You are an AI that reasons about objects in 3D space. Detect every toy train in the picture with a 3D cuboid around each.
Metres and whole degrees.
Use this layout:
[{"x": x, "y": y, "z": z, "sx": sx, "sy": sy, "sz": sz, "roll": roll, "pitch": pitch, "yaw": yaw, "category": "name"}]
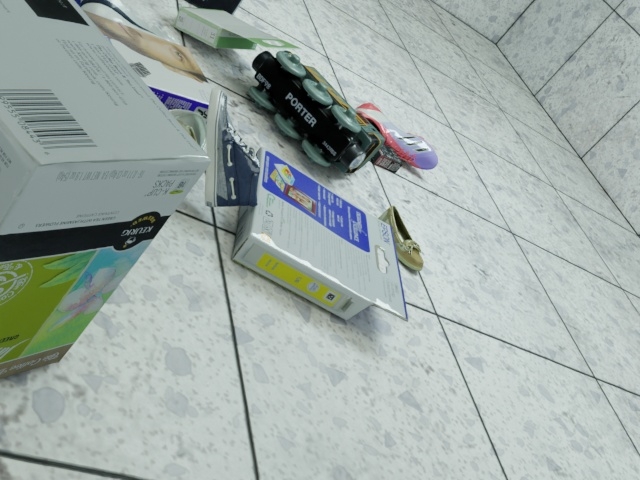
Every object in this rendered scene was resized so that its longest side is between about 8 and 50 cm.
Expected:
[{"x": -0.009, "y": -0.277, "z": 1.746, "sx": 0.334, "sy": 0.142, "sz": 0.190, "roll": 47, "pitch": 22, "yaw": 16, "category": "toy train"}]

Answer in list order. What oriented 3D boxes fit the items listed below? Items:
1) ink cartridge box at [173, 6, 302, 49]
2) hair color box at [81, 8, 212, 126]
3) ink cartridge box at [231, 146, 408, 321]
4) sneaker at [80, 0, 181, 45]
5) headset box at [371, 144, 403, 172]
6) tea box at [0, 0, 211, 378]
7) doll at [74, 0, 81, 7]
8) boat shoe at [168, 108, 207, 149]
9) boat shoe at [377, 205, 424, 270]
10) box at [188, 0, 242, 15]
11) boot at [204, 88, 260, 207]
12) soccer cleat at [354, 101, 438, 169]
[{"x": -0.179, "y": -0.447, "z": 1.797, "sx": 0.235, "sy": 0.056, "sz": 0.171, "roll": 31, "pitch": 23, "yaw": 18, "category": "ink cartridge box"}, {"x": -0.346, "y": -0.277, "z": 1.340, "sx": 0.339, "sy": 0.110, "sz": 0.185, "roll": 12, "pitch": 38, "yaw": -47, "category": "hair color box"}, {"x": 0.000, "y": 0.000, "z": 1.418, "sx": 0.307, "sy": 0.072, "sz": 0.303, "roll": 32, "pitch": 27, "yaw": -19, "category": "ink cartridge box"}, {"x": -0.349, "y": -0.356, "z": 1.497, "sx": 0.235, "sy": 0.090, "sz": 0.094, "roll": 25, "pitch": 58, "yaw": -43, "category": "sneaker"}, {"x": 0.150, "y": -0.203, "z": 1.951, "sx": 0.083, "sy": 0.032, "sz": 0.062, "roll": 17, "pitch": 35, "yaw": -38, "category": "headset box"}, {"x": -0.348, "y": -0.074, "z": 0.787, "sx": 0.329, "sy": 0.323, "sz": 0.220, "roll": 48, "pitch": 27, "yaw": 16, "category": "tea box"}, {"x": -0.419, "y": -0.492, "z": 1.472, "sx": 0.046, "sy": 0.189, "sz": 0.129, "roll": 12, "pitch": 39, "yaw": -44, "category": "doll"}, {"x": -0.231, "y": -0.127, "z": 1.223, "sx": 0.302, "sy": 0.103, "sz": 0.113, "roll": -58, "pitch": 133, "yaw": -57, "category": "boat shoe"}, {"x": 0.169, "y": -0.004, "z": 1.658, "sx": 0.056, "sy": 0.048, "sz": 0.153, "roll": 12, "pitch": 38, "yaw": -43, "category": "boat shoe"}, {"x": -0.341, "y": -0.742, "z": 1.964, "sx": 0.343, "sy": 0.179, "sz": 0.312, "roll": 22, "pitch": 33, "yaw": -33, "category": "box"}, {"x": -0.138, "y": -0.146, "z": 1.300, "sx": 0.086, "sy": 0.189, "sz": 0.069, "roll": 2, "pitch": 0, "yaw": -4, "category": "boot"}, {"x": 0.180, "y": -0.245, "z": 2.017, "sx": 0.248, "sy": 0.083, "sz": 0.095, "roll": 38, "pitch": 42, "yaw": -4, "category": "soccer cleat"}]
